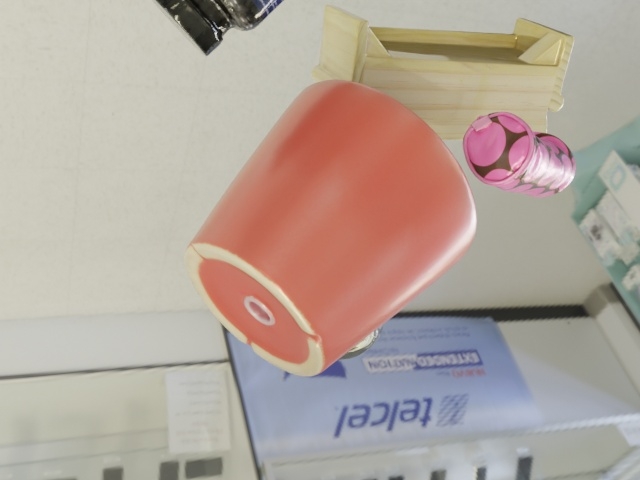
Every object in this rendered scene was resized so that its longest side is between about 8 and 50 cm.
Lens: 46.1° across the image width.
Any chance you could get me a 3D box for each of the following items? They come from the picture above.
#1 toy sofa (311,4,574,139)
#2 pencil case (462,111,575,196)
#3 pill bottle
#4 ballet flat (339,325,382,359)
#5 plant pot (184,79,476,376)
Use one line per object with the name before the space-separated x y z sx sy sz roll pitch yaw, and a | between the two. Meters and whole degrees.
toy sofa | 0.179 -0.246 1.134 0.363 0.150 0.177 -2 117 -19
pencil case | 0.245 -0.106 0.928 0.095 0.098 0.209 -25 167 26
pill bottle | -0.079 -0.311 0.821 0.219 0.123 0.123 -44 139 0
ballet flat | 0.028 0.149 1.131 0.203 0.074 0.074 -11 143 -33
plant pot | 0.000 0.000 0.845 0.243 0.275 0.275 -47 152 -28
